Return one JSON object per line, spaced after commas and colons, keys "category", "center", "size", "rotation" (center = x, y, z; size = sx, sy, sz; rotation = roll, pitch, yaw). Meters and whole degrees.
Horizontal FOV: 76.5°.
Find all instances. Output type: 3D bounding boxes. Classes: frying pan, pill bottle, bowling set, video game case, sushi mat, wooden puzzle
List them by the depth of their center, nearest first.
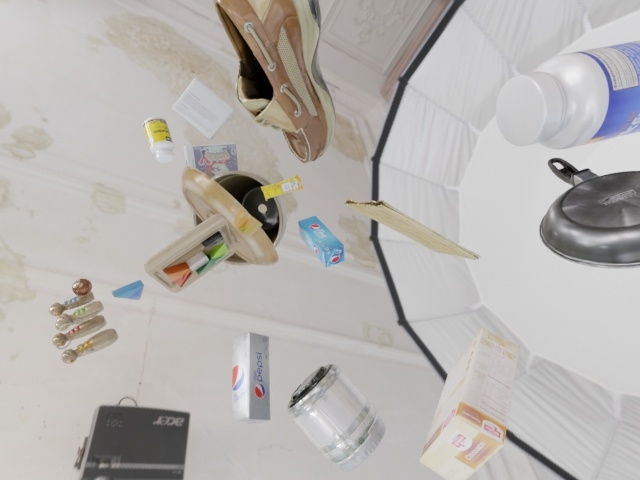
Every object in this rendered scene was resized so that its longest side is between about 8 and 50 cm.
{"category": "wooden puzzle", "center": [-0.097, 0.013, 0.321], "size": [0.116, 0.078, 0.014], "rotation": [-38, -104, -9]}
{"category": "frying pan", "center": [0.428, -0.076, 0.587], "size": [0.053, 0.197, 0.326], "rotation": [61, -138, -27]}
{"category": "pill bottle", "center": [0.444, -0.237, 0.676], "size": [0.272, 0.152, 0.152], "rotation": [-15, -126, -12]}
{"category": "sushi mat", "center": [0.210, -0.024, 0.926], "size": [0.316, 0.019, 0.151], "rotation": [24, 176, -28]}
{"category": "pill bottle", "center": [-0.449, -0.279, 1.134], "size": [0.065, 0.065, 0.116], "rotation": [-11, -102, -47]}
{"category": "bowling set", "center": [-0.759, 0.222, 1.238], "size": [0.154, 0.199, 0.287], "rotation": [-27, -154, -37]}
{"category": "video game case", "center": [-0.398, -0.265, 1.513], "size": [0.201, 0.183, 0.023], "rotation": [-15, -163, -39]}

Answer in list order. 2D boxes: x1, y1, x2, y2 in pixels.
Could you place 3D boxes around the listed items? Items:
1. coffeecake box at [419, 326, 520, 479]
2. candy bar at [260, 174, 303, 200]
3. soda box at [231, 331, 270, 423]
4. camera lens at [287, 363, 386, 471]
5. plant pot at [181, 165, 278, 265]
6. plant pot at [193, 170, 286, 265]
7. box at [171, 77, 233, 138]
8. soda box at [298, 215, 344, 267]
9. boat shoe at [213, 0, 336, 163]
{"category": "coffeecake box", "center": [0.232, 0.251, 0.628], "size": [0.068, 0.142, 0.185], "rotation": [28, -139, 15]}
{"category": "candy bar", "center": [-0.102, -0.132, 1.032], "size": [0.018, 0.161, 0.040], "rotation": [-26, -78, -42]}
{"category": "soda box", "center": [-0.238, 0.466, 1.384], "size": [0.098, 0.091, 0.286], "rotation": [28, -134, -44]}
{"category": "camera lens", "center": [0.046, 0.560, 1.312], "size": [0.274, 0.219, 0.219], "rotation": [47, -144, 6]}
{"category": "plant pot", "center": [-0.173, -0.032, 0.739], "size": [0.236, 0.236, 0.032], "rotation": [42, -109, 6]}
{"category": "plant pot", "center": [-0.255, -0.102, 1.490], "size": [0.323, 0.323, 0.280], "rotation": [38, -162, 1]}
{"category": "box", "center": [-0.261, -0.293, 0.913], "size": [0.101, 0.087, 0.102], "rotation": [38, -177, -18]}
{"category": "soda box", "center": [0.000, 0.000, 1.356], "size": [0.071, 0.067, 0.210], "rotation": [-20, -141, -19]}
{"category": "boat shoe", "center": [-0.065, -0.223, 0.571], "size": [0.120, 0.324, 0.122], "rotation": [-39, -117, -13]}
